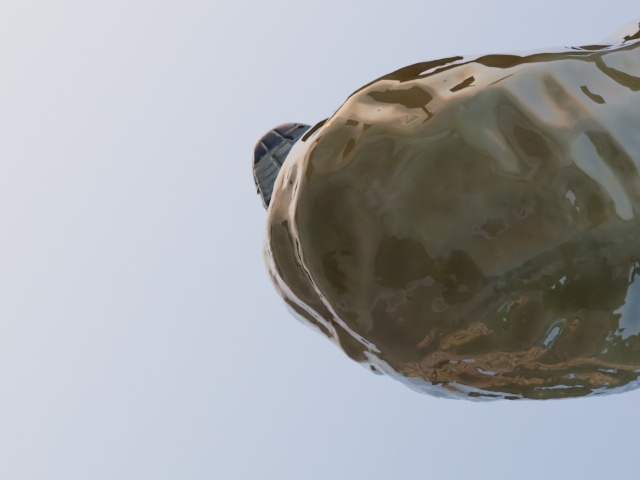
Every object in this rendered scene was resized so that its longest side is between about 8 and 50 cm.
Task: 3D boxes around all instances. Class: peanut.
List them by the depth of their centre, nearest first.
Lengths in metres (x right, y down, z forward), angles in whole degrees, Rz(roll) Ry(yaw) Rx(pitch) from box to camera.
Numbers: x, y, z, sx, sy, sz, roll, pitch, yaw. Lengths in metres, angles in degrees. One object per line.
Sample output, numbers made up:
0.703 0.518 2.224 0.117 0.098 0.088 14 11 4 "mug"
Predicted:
0.127 -0.021 0.568 0.120 0.298 0.136 97 -30 -50 "peanut"

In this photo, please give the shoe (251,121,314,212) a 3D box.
0.000 0.000 1.311 0.106 0.091 0.207 9 -48 57 "shoe"
